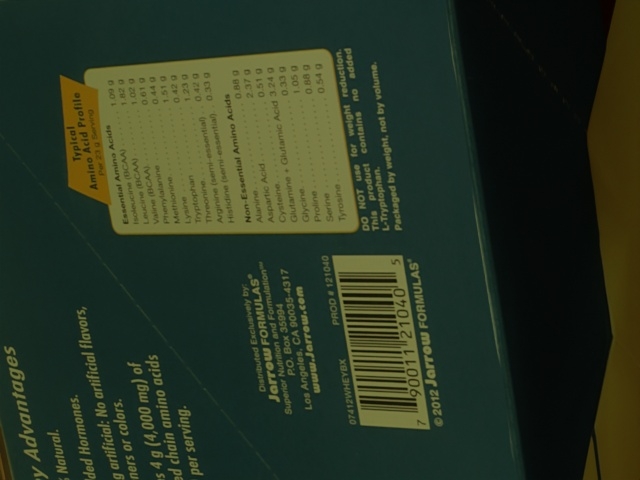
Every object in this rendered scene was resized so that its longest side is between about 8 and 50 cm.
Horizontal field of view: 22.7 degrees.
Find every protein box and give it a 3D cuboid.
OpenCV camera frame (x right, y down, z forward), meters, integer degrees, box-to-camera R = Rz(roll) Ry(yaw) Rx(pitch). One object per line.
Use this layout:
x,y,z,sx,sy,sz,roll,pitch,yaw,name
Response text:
0.000,0.000,0.525,0.201,0.136,0.199,0,107,35,protein box

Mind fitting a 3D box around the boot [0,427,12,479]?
-0.125,0.010,0.643,0.115,0.112,0.305,20,120,40,boot
